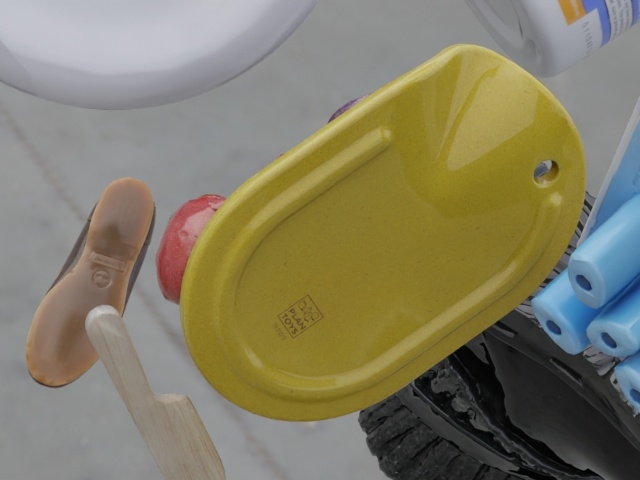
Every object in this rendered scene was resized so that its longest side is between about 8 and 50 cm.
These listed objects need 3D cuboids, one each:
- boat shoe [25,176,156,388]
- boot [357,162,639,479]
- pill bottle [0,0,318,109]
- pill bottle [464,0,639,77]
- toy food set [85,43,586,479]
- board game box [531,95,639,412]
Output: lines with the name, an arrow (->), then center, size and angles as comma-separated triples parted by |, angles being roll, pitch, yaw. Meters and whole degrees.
boat shoe -> -0.204, 0.044, 1.761 | 0.073, 0.073, 0.207 | 28, 72, -3
boot -> 0.175, 0.119, 1.159 | 0.131, 0.260, 0.348 | -36, 64, -28
pill bottle -> -0.100, -0.204, 0.958 | 0.210, 0.210, 0.363 | 19, 15, -10
pill bottle -> 0.216, -0.238, 1.266 | 0.272, 0.152, 0.152 | -33, 58, -5
toy food set -> 0.000, 0.000, 0.795 | 0.218, 0.128, 0.071 | -34, 37, -2
board game box -> 0.243, 0.046, 0.550 | 0.050, 0.390, 0.390 | -37, 70, -25
